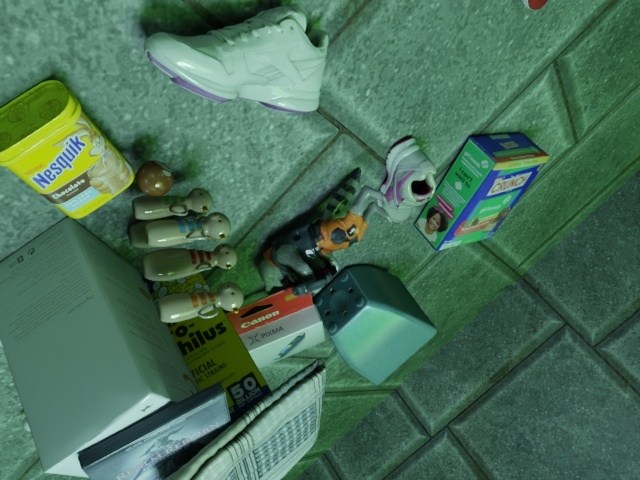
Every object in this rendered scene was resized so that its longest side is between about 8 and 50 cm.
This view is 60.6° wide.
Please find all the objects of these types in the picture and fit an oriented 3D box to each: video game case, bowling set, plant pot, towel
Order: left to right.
[{"bbox_3d":[-0.223,0.325,0.816,0.196,0.026,0.274,-24,146,-22],"label":"video game case"},{"bbox_3d":[-0.201,-0.024,0.853,0.154,0.287,0.200,-9,127,-27],"label":"bowling set"},{"bbox_3d":[-0.112,0.375,0.924,0.324,0.056,0.312,-33,150,-30],"label":"towel"},{"bbox_3d":[0.125,0.215,1.561,0.247,0.248,0.252,-45,134,12],"label":"plant pot"}]

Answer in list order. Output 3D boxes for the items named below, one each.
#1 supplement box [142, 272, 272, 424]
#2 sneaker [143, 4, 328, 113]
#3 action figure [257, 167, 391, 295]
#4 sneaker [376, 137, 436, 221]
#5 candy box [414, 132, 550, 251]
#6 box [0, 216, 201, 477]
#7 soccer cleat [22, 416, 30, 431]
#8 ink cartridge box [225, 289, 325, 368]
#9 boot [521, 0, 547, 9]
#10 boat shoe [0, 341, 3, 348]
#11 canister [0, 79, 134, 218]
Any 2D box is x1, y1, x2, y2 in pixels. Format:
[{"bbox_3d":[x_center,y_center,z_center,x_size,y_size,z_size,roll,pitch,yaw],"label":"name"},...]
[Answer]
[{"bbox_3d":[-0.240,0.239,1.051,0.194,0.356,0.195,-30,147,-14],"label":"supplement box"},{"bbox_3d":[-0.106,-0.271,0.774,0.305,0.114,0.152,-7,125,-49],"label":"sneaker"},{"bbox_3d":[0.000,0.000,1.255,0.330,0.178,0.341,-33,180,3],"label":"action figure"},{"bbox_3d":[0.208,-0.117,1.303,0.103,0.111,0.252,-28,149,-17],"label":"sneaker"},{"bbox_3d":[0.449,-0.136,1.533,0.268,0.122,0.317,-12,140,-38],"label":"candy box"},{"bbox_3d":[-0.345,0.171,0.857,0.168,0.345,0.215,-36,150,-5],"label":"box"},{"bbox_3d":[-0.540,0.351,1.188,0.196,0.068,0.076,-12,127,-40],"label":"soccer cleat"},{"bbox_3d":[-0.141,0.242,1.418,0.296,0.066,0.261,-22,148,-8],"label":"ink cartridge box"},{"bbox_3d":[0.479,-0.510,0.991,0.088,0.176,0.244,-20,147,-32],"label":"boot"},{"bbox_3d":[-0.540,0.166,0.953,0.035,0.035,0.100,-25,142,-17],"label":"boat shoe"},{"bbox_3d":[-0.344,-0.114,0.738,0.126,0.073,0.170,-36,152,-6],"label":"canister"}]
